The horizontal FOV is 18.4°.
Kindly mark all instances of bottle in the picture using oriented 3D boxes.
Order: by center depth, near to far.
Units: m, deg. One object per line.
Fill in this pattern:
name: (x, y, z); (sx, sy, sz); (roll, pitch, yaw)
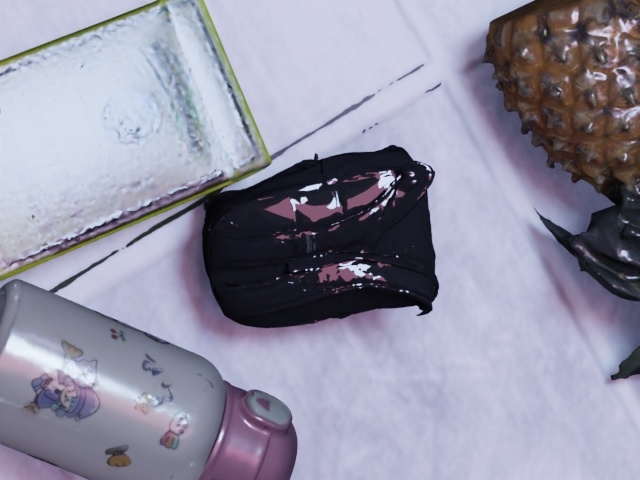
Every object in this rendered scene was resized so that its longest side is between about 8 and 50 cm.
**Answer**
bottle: (-0.127, 0.117, 1.345); (0.233, 0.110, 0.110); (24, 78, -17)

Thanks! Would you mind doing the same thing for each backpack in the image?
backpack: (-0.002, -0.003, 1.406); (0.165, 0.106, 0.120); (-5, 110, -5)

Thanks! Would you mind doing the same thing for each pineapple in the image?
pineapple: (0.249, -0.024, 1.479); (0.166, 0.165, 0.364); (-26, 97, -21)

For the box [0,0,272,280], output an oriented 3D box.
box: (-0.161, -0.073, 1.373); (0.220, 0.064, 0.141); (-23, 93, -22)
